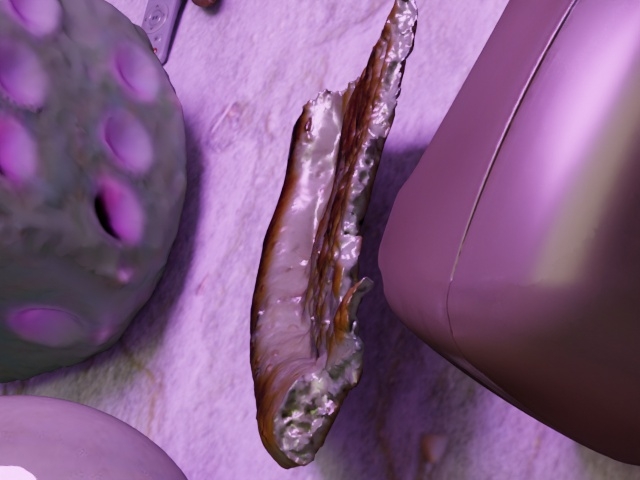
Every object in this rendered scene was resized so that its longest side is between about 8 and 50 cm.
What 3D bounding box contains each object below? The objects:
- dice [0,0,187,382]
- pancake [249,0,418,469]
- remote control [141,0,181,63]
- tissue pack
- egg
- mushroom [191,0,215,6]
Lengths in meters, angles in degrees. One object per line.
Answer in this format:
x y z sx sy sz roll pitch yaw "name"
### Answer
-0.332 -0.066 1.585 0.330 0.318 0.322 -21 50 32 "dice"
-0.001 0.002 1.298 0.305 0.067 0.427 115 170 -53 "pancake"
-0.167 -0.272 1.808 0.050 0.027 0.184 -6 62 42 "remote control"
0.237 -0.053 1.068 0.387 0.267 0.277 -60 25 -7 "tissue pack"
-0.237 0.260 1.290 0.336 0.278 0.278 -12 54 42 "egg"
-0.100 -0.352 1.753 0.097 0.088 0.212 15 79 60 "mushroom"
